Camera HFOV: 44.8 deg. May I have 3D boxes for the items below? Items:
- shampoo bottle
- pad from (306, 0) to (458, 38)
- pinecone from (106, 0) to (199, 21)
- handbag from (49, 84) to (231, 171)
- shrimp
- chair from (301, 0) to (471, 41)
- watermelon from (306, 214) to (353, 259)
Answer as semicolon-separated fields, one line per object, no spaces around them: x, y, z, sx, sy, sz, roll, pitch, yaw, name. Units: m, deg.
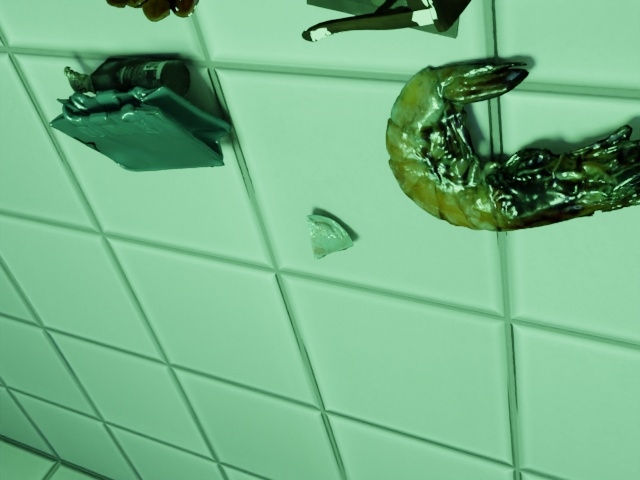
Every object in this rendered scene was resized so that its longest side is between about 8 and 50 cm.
-0.287;-0.233;1.129;0.207;0.057;0.063;5;134;31;shampoo bottle
0.067;-0.298;0.853;0.190;0.004;0.127;18;139;19;pad
-0.193;-0.339;0.847;0.207;0.208;0.208;20;140;18;pinecone
-0.261;-0.164;1.122;0.229;0.062;0.179;0;160;35;handbag
0.221;-0.111;0.896;0.365;0.071;0.233;-9;120;47;shrimp
0.129;-0.290;0.678;0.319;0.186;0.160;2;126;37;chair
0.000;0.000;1.168;0.085;0.061;0.085;17;146;11;watermelon
